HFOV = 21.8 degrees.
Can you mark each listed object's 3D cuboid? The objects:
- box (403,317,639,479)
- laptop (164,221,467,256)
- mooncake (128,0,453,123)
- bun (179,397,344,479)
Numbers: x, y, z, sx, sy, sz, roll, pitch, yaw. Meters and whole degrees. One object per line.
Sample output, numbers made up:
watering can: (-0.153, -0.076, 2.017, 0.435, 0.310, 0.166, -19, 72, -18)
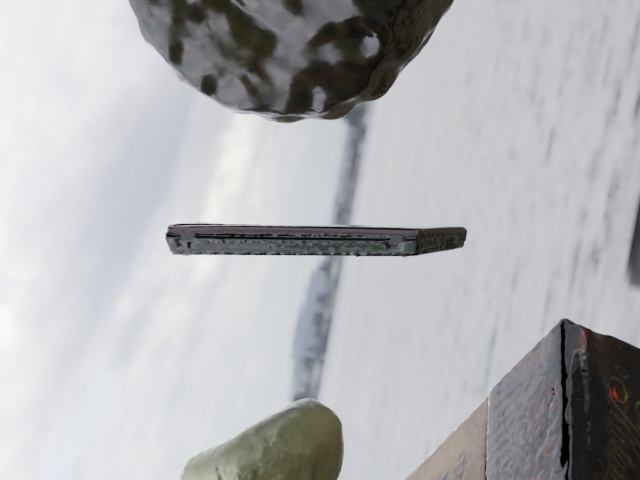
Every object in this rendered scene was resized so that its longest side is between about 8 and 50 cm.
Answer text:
box: (0.147, 0.289, 1.443, 0.415, 0.116, 0.264, -52, 20, 42)
laptop: (0.000, 0.000, 1.313, 0.154, 0.207, 0.026, -1, -88, -71)
mooncake: (-0.027, -0.244, 1.417, 0.161, 0.290, 0.290, -61, -16, -50)
bun: (-0.057, 0.273, 1.917, 0.127, 0.222, 0.222, 61, 177, 5)
